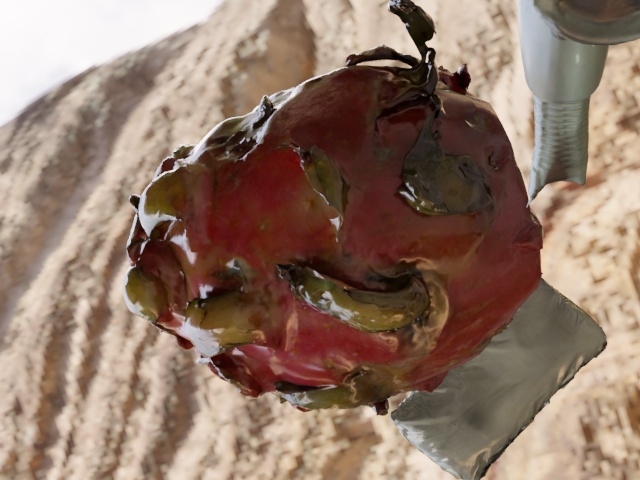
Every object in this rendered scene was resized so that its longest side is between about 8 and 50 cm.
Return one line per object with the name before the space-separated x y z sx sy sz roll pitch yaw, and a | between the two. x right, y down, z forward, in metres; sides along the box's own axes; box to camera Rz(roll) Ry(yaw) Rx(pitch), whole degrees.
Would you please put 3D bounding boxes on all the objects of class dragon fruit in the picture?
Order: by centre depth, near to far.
dragon fruit | 0.000 0.000 1.182 0.291 0.269 0.250 -12 -103 -9

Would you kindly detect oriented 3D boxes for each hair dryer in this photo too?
hair dryer | 0.081 -0.080 0.502 0.229 0.092 0.267 -81 -13 -61

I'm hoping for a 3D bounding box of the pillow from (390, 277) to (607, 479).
pillow | 0.190 0.147 1.751 0.128 0.229 0.051 43 -178 -18
